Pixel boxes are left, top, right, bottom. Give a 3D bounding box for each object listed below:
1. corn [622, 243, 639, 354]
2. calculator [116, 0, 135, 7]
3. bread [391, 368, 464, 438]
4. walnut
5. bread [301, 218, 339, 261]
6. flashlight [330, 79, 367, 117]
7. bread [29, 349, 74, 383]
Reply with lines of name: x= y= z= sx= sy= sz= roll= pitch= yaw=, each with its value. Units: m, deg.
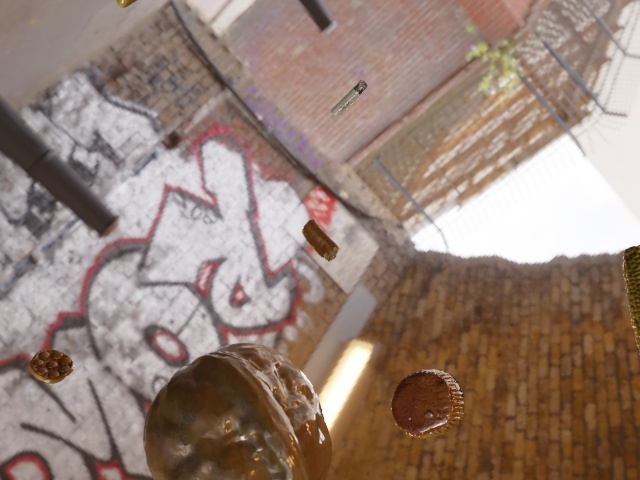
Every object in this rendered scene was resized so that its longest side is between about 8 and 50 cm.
corn: x=0.592 y=0.132 z=1.508 sx=0.091 sy=0.260 sz=0.091 roll=-1 pitch=157 yaw=-17
calculator: x=-0.333 y=-0.517 z=1.486 sx=0.033 sy=0.157 sz=0.236 roll=-44 pitch=-162 yaw=56
bread: x=0.293 y=0.451 z=2.362 sx=0.199 sy=0.199 sz=0.104 roll=-39 pitch=155 yaw=19
walnut: x=-0.163 y=0.394 z=1.676 sx=0.383 sy=0.383 sz=0.383 roll=-41 pitch=-170 yaw=9
bread: x=0.000 y=0.000 z=1.678 sx=0.036 sy=0.083 sz=0.047 roll=-34 pitch=164 yaw=-27
flashlight: x=0.049 y=-0.244 z=1.474 sx=0.083 sy=0.018 sz=0.018 roll=-40 pitch=-164 yaw=42
bread: x=-0.670 y=0.313 z=2.134 sx=0.110 sy=0.110 sz=0.024 roll=-60 pitch=173 yaw=-59
